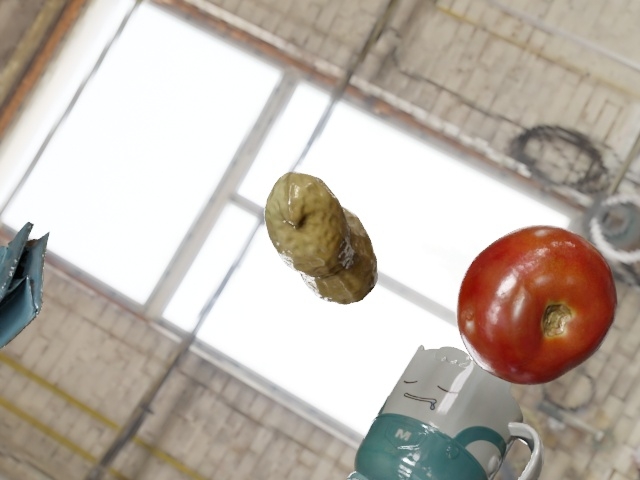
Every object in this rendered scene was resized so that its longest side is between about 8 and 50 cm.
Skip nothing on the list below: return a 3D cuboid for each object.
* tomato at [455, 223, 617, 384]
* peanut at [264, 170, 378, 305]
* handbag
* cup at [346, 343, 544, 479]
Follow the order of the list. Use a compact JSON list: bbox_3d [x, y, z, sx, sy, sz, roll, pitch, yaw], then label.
[{"bbox_3d":[0.248,0.073,1.493,0.195,0.195,0.136,-63,26,6],"label":"tomato"},{"bbox_3d":[0.000,0.000,1.552,0.101,0.117,0.263,-27,-26,9],"label":"peanut"},{"bbox_3d":[-0.423,0.082,1.614,0.221,0.057,0.144,-40,35,34],"label":"handbag"},{"bbox_3d":[0.214,0.337,2.059,0.257,0.290,0.219,-55,-38,-28],"label":"cup"}]
